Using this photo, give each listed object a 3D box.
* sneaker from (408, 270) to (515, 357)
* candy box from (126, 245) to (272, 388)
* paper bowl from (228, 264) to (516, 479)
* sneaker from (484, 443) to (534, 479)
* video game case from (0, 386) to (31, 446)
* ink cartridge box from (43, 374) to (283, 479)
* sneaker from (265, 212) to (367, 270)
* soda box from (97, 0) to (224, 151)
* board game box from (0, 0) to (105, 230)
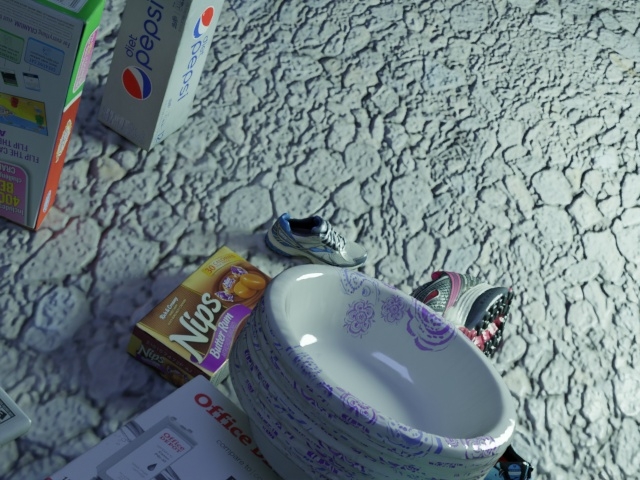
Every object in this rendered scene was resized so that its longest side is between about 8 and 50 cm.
[{"bbox_3d":[0.126,0.122,1.593,0.112,0.121,0.299,23,26,23],"label":"sneaker"},{"bbox_3d":[-0.127,0.094,1.542,0.109,0.053,0.186,34,41,11],"label":"candy box"},{"bbox_3d":[0.041,0.163,1.323,0.284,0.148,0.284,24,26,-13],"label":"paper bowl"},{"bbox_3d":[0.190,0.258,1.341,0.063,0.073,0.162,-3,43,-20],"label":"sneaker"},{"bbox_3d":[-0.430,0.163,1.349,0.201,0.023,0.183,43,44,19],"label":"video game case"},{"bbox_3d":[-0.151,0.285,1.279,0.207,0.117,0.283,39,43,17],"label":"ink cartridge box"},{"bbox_3d":[0.000,0.000,1.698,0.135,0.058,0.052,14,42,-13],"label":"sneaker"},{"bbox_3d":[-0.200,-0.261,1.702,0.091,0.286,0.098,32,41,11],"label":"soda box"},{"bbox_3d":[-0.397,-0.184,1.506,0.242,0.316,0.064,23,40,-2],"label":"board game box"}]
